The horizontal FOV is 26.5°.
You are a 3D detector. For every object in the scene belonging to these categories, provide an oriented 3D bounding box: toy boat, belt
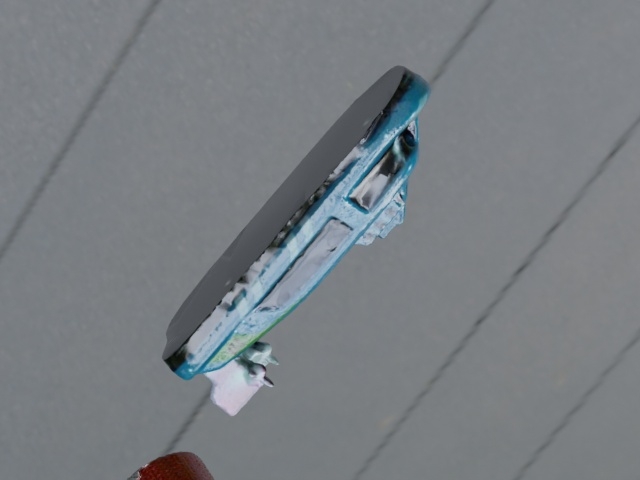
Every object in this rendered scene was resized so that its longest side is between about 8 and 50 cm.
[{"bbox_3d":[0.000,0.000,1.079,0.092,0.134,0.299,40,102,-9],"label":"toy boat"},{"bbox_3d":[-0.160,0.334,1.563,0.128,0.124,0.201,-31,154,-14],"label":"belt"}]
